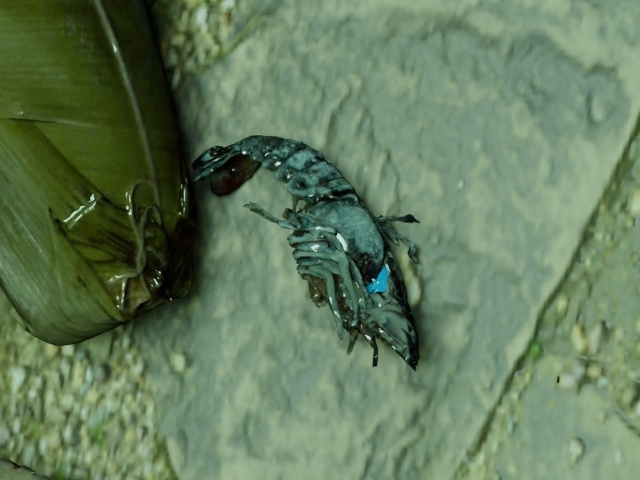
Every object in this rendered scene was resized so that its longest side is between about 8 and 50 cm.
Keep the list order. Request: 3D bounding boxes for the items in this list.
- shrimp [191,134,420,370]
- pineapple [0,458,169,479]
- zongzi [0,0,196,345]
[{"bbox_3d":[0.002,-0.004,0.618,0.174,0.082,0.076,46,104,23],"label":"shrimp"},{"bbox_3d":[-0.159,0.270,0.508,0.352,0.352,0.300,15,91,18],"label":"pineapple"},{"bbox_3d":[-0.192,-0.081,0.569,0.145,0.300,0.274,-18,82,29],"label":"zongzi"}]
